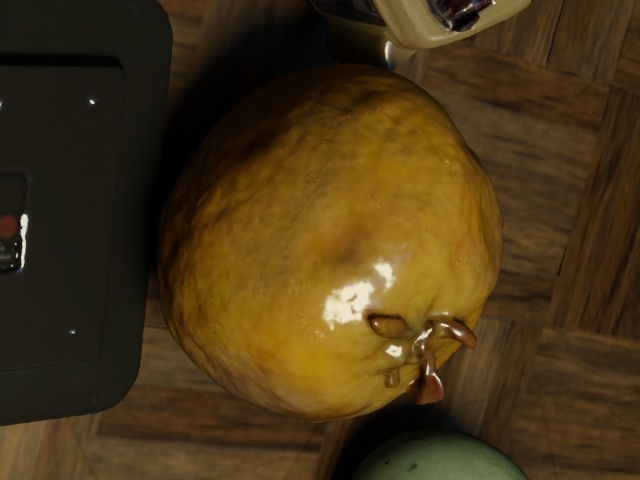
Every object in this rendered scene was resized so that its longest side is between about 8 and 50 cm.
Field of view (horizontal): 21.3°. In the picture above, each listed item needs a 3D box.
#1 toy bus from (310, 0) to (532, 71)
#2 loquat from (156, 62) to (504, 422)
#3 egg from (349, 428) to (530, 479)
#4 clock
[{"bbox_3d":[0.028,-0.251,1.057,0.157,0.139,0.289,-41,125,-17],"label":"toy bus"},{"bbox_3d":[0.000,0.000,1.057,0.238,0.238,0.193,-55,136,-11],"label":"loquat"},{"bbox_3d":[0.097,0.246,1.252,0.169,0.169,0.236,-31,122,-28],"label":"egg"},{"bbox_3d":[-0.213,-0.016,0.996,0.279,0.049,0.273,-4,106,-38],"label":"clock"}]
